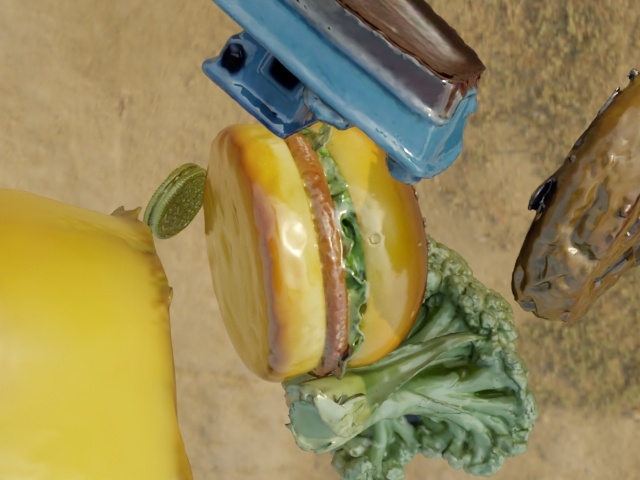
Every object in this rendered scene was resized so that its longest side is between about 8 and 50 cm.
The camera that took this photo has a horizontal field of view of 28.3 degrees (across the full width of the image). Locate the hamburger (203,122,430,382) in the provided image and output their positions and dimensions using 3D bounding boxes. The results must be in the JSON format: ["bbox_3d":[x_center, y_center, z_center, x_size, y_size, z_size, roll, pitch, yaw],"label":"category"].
[{"bbox_3d":[0.000,0.000,1.094,0.170,0.246,0.246,-8,130,-15],"label":"hamburger"}]

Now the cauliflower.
[{"bbox_3d":[0.052,0.136,1.287,0.327,0.281,0.260,28,142,30],"label":"cauliflower"}]

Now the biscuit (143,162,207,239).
[{"bbox_3d":[-0.140,-0.039,1.243,0.023,0.084,0.084,35,129,16],"label":"biscuit"}]

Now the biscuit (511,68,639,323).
[{"bbox_3d":[0.250,-0.053,0.939,0.075,0.296,0.296,40,129,19],"label":"biscuit"}]

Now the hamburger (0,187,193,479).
[{"bbox_3d":[-0.231,0.138,0.542,0.277,0.395,0.395,7,130,-22],"label":"hamburger"}]

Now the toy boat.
[{"bbox_3d":[-0.017,-0.113,0.652,0.223,0.100,0.097,43,121,8],"label":"toy boat"}]
